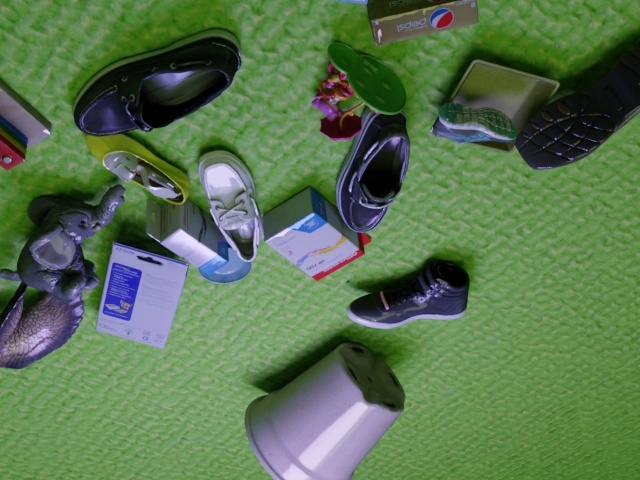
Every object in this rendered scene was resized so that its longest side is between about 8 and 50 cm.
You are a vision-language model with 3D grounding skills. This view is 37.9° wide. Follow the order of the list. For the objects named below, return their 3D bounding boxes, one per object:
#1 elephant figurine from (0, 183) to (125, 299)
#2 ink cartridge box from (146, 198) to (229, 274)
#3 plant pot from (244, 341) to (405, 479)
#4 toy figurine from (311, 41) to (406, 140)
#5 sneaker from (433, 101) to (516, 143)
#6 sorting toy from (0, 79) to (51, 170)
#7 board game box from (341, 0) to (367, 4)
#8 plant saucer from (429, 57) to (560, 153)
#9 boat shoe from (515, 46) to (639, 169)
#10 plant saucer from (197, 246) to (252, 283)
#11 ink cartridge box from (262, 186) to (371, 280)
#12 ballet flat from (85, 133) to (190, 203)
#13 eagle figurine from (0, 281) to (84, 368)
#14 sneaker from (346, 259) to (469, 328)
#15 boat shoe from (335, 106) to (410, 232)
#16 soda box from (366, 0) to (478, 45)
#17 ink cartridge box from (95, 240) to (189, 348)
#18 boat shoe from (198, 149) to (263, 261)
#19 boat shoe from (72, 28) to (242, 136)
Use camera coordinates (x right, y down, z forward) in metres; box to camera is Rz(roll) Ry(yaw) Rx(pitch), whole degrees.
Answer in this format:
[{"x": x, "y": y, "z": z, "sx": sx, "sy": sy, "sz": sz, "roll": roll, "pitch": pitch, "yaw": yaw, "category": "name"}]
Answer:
[{"x": -0.514, "y": -0.015, "z": 1.861, "sx": 0.169, "sy": 0.186, "sz": 0.239, "roll": 30, "pitch": 129, "yaw": 22, "category": "elephant figurine"}, {"x": -0.270, "y": -0.020, "z": 1.903, "sx": 0.060, "sy": 0.104, "sz": 0.180, "roll": -32, "pitch": 133, "yaw": 24, "category": "ink cartridge box"}, {"x": 0.033, "y": 0.430, "z": 2.326, "sx": 0.334, "sy": 0.333, "sz": 0.305, "roll": 28, "pitch": 116, "yaw": -33, "category": "plant pot"}, {"x": 0.042, "y": -0.254, "z": 1.705, "sx": 0.173, "sy": 0.130, "sz": 0.159, "roll": 36, "pitch": 135, "yaw": -12, "category": "toy figurine"}, {"x": 0.286, "y": -0.212, "z": 1.755, "sx": 0.167, "sy": 0.064, "sz": 0.076, "roll": 12, "pitch": 151, "yaw": -17, "category": "sneaker"}, {"x": -0.665, "y": -0.196, "z": 1.657, "sx": 0.257, "sy": 0.089, "sz": 0.255, "roll": -25, "pitch": 135, "yaw": 19, "category": "sorting toy"}, {"x": 0.043, "y": -0.462, "z": 1.520, "sx": 0.104, "sy": 0.026, "sz": 0.154, "roll": 4, "pitch": 137, "yaw": -13, "category": "board game box"}, {"x": 0.324, "y": -0.263, "z": 1.771, "sx": 0.189, "sy": 0.045, "sz": 0.188, "roll": 10, "pitch": 135, "yaw": -20, "category": "plant saucer"}, {"x": 0.526, "y": -0.241, "z": 1.763, "sx": 0.324, "sy": 0.122, "sz": 0.120, "roll": -33, "pitch": 173, "yaw": 20, "category": "boat shoe"}, {"x": -0.211, "y": 0.049, "z": 2.052, "sx": 0.119, "sy": 0.021, "sz": 0.119, "roll": -4, "pitch": 138, "yaw": -4, "category": "plant saucer"}, {"x": 0.000, "y": 0.000, "z": 1.988, "sx": 0.134, "sy": 0.078, "sz": 0.231, "roll": -31, "pitch": 134, "yaw": 24, "category": "ink cartridge box"}, {"x": -0.344, "y": -0.135, "z": 1.784, "sx": 0.231, "sy": 0.077, "sz": 0.077, "roll": 29, "pitch": 127, "yaw": -34, "category": "ballet flat"}, {"x": -0.689, "y": 0.193, "z": 2.018, "sx": 0.298, "sy": 0.226, "sz": 0.225, "roll": -14, "pitch": 118, "yaw": 14, "category": "eagle figurine"}, {"x": 0.208, "y": 0.115, "z": 2.138, "sx": 0.296, "sy": 0.104, "sz": 0.146, "roll": -4, "pitch": 137, "yaw": -13, "category": "sneaker"}, {"x": 0.101, "y": -0.119, "z": 1.841, "sx": 0.121, "sy": 0.119, "sz": 0.335, "roll": -1, "pitch": 138, "yaw": -8, "category": "boat shoe"}, {"x": 0.173, "y": -0.390, "z": 1.594, "sx": 0.181, "sy": 0.061, "sz": 0.058, "roll": -12, "pitch": 139, "yaw": 5, "category": "soda box"}, {"x": -0.383, "y": 0.105, "z": 2.020, "sx": 0.166, "sy": 0.065, "sz": 0.332, "roll": 18, "pitch": 139, "yaw": -8, "category": "ink cartridge box"}, {"x": -0.171, "y": -0.063, "z": 1.877, "sx": 0.098, "sy": 0.096, "sz": 0.277, "roll": -14, "pitch": 138, "yaw": 7, "category": "boat shoe"}, {"x": -0.291, "y": -0.250, "z": 1.638, "sx": 0.340, "sy": 0.113, "sz": 0.127, "roll": -18, "pitch": 138, "yaw": 12, "category": "boat shoe"}]
